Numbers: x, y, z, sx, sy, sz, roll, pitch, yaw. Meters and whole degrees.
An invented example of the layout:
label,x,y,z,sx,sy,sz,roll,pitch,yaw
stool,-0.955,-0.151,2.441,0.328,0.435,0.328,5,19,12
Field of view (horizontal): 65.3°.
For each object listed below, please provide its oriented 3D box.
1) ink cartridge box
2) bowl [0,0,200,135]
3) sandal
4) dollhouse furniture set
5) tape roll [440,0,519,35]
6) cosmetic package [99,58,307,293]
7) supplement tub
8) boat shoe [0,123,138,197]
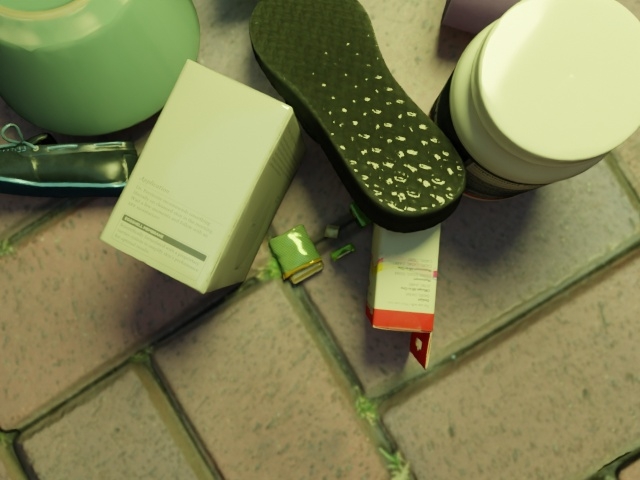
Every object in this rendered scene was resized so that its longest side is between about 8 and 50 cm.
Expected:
label,x,y,z,sx,sy,sz,roll,pitch,yaw
ink cartridge box,0.107,0.044,0.676,0.078,0.134,0.231,5,88,2
bowl,-0.329,-0.314,0.659,0.311,0.163,0.312,1,76,-2
sandal,0.023,-0.183,0.662,0.167,0.107,0.446,-18,63,-12
dollhouse furniture set,0.000,0.000,0.719,0.151,0.058,0.076,-29,87,1
tape roll,0.228,-0.370,0.653,0.080,0.189,0.189,17,89,4
cosmetic package,-0.130,-0.069,0.644,0.138,0.224,0.225,27,90,3
supplement tub,0.240,-0.154,0.605,0.191,0.272,0.191,0,88,2
boat shoe,-0.397,-0.113,0.732,0.258,0.109,0.089,2,81,-14
